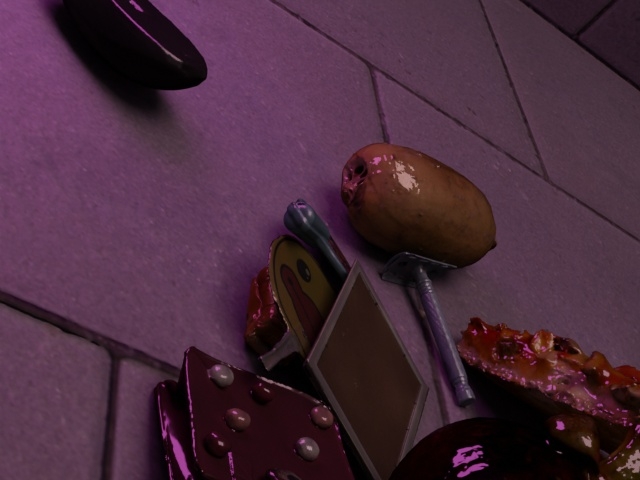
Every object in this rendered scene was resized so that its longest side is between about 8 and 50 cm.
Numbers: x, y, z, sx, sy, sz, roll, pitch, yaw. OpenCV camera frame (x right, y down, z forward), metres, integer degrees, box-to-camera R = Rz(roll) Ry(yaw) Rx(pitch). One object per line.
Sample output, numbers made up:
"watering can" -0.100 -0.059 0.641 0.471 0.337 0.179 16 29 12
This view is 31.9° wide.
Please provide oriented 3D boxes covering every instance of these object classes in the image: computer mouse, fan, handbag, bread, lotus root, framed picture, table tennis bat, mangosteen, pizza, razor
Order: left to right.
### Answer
"computer mouse" -0.264 -0.281 1.511 0.270 0.086 0.137 47 19 20
"handbag" -0.059 0.211 1.110 0.203 0.074 0.216 27 18 -25
"bread" -0.052 0.089 1.346 0.074 0.053 0.132 37 29 -24
"fan" -0.012 0.105 1.310 0.230 0.011 0.335 64 18 -2
"table tennis bat" 0.000 0.000 1.459 0.153 0.040 0.244 57 4 20
"framed picture" 0.060 0.166 1.355 0.217 0.017 0.274 62 23 -14
"lotus root" 0.169 -0.045 1.706 0.342 0.151 0.169 19 36 -39
"razor" 0.174 0.127 1.593 0.106 0.068 0.232 14 46 -43
"mangosteen" 0.202 0.320 1.132 0.297 0.293 0.297 -2 90 -70
"pizza" 0.415 0.224 1.511 0.440 0.130 0.406 32 -8 -5

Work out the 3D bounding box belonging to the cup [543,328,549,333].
"cup" 0.351 0.188 1.744 0.075 0.054 0.083 -8 60 -57
